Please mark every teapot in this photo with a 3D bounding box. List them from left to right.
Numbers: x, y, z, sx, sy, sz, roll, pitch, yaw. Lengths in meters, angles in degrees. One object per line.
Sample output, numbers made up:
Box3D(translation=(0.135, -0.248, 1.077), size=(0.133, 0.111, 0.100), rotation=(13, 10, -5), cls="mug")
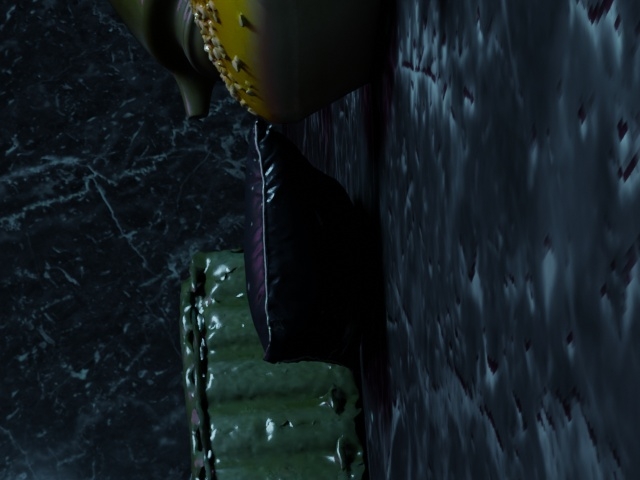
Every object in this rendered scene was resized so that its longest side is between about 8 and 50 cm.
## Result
Box3D(translation=(-0.067, -0.225, 1.022), size=(0.175, 0.185, 0.268), rotation=(49, 124, 28), cls="teapot")

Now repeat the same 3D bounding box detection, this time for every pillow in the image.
Box3D(translation=(-0.007, 0.013, 0.744), size=(0.208, 0.055, 0.141), rotation=(24, -122, -77), cls="pillow")

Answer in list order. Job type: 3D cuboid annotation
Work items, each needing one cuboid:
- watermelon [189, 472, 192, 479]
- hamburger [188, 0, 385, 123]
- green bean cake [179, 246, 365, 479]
Box3D(translation=(-0.053, 0.246, 1.132), size=(0.231, 0.146, 0.128), rotation=(-99, 7, -49), cls="watermelon")
Box3D(translation=(-0.028, -0.159, 0.650), size=(0.210, 0.116, 0.173), rotation=(95, 170, -68), cls="hamburger")
Box3D(translation=(-0.035, 0.150, 0.955), size=(0.255, 0.132, 0.241), rotation=(94, 170, -62), cls="green bean cake")
